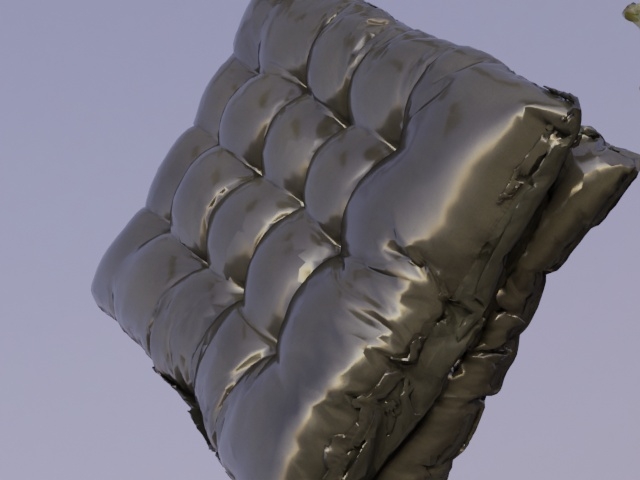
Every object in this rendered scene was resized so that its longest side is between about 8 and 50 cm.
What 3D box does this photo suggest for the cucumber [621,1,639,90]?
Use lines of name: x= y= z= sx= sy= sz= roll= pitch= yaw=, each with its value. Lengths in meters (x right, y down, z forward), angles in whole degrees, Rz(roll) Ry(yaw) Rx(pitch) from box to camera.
cucumber: x=0.239 y=0.019 z=1.057 sx=0.105 sy=0.325 sz=0.145 roll=4 pitch=-8 yaw=-27

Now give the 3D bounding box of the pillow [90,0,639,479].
pillow: x=0.000 y=0.000 z=0.938 sx=0.101 sy=0.326 sz=0.228 roll=28 pitch=-85 yaw=-31
